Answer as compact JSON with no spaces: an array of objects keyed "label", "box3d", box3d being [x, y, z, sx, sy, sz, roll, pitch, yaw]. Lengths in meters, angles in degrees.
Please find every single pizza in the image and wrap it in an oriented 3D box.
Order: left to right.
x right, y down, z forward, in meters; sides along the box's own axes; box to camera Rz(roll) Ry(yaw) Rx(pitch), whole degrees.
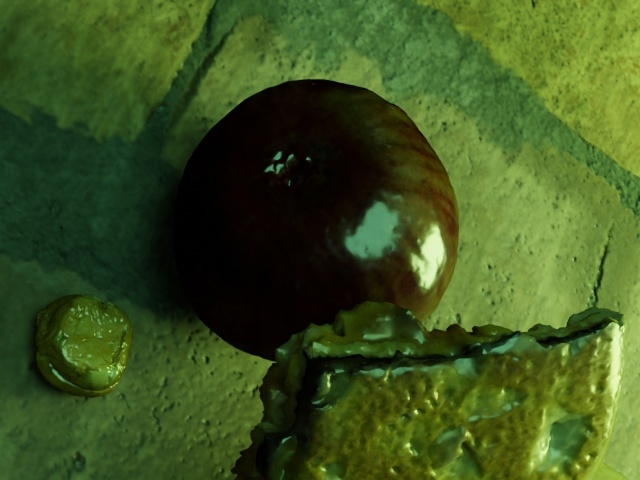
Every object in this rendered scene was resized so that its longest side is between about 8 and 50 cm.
[{"label":"pizza","box3d":[0.055,0.176,1.258,0.278,0.114,0.409,41,93,-23]}]

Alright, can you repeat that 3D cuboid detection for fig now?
[{"label":"fig","box3d":[-0.006,-0.010,1.352,0.235,0.214,0.235,1,83,-5]}]

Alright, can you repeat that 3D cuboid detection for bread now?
[{"label":"bread","box3d":[-0.181,0.080,1.296,0.081,0.046,0.083,-19,82,-41]}]

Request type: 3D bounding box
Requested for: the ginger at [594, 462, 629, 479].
[{"label":"ginger","box3d":[0.225,0.272,1.429,0.354,0.126,0.190,34,78,-22]}]
